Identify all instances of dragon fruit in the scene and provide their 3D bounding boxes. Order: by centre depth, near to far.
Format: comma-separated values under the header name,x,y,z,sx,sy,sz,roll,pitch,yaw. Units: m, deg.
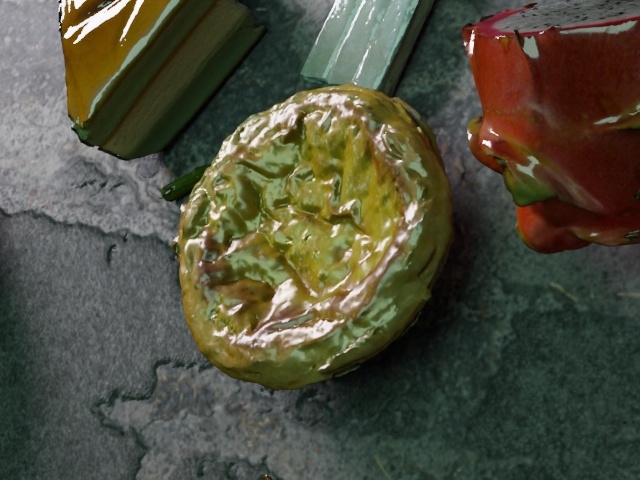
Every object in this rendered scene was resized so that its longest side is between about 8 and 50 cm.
name,x,y,z,sx,sy,sz,roll,pitch,yaw
dragon fruit,0.276,-0.102,1.190,0.305,0.305,0.226,-1,104,33

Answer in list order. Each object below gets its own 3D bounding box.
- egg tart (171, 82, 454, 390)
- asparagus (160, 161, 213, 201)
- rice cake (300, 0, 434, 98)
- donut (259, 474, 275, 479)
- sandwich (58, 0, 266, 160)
name,x,y,z,sx,sy,sz,roll,pitch,yaw
egg tart,0.003,-0.002,1.411,0.341,0.129,0.341,-11,69,32
asparagus,-0.082,-0.097,1.559,0.248,0.024,0.025,-22,108,26
rice cake,0.068,-0.258,1.497,0.124,0.038,0.211,19,87,36
donut,-0.026,0.352,1.353,0.141,0.085,0.217,-39,58,19
sandwich,-0.178,-0.231,1.579,0.198,0.155,0.227,-16,68,29
